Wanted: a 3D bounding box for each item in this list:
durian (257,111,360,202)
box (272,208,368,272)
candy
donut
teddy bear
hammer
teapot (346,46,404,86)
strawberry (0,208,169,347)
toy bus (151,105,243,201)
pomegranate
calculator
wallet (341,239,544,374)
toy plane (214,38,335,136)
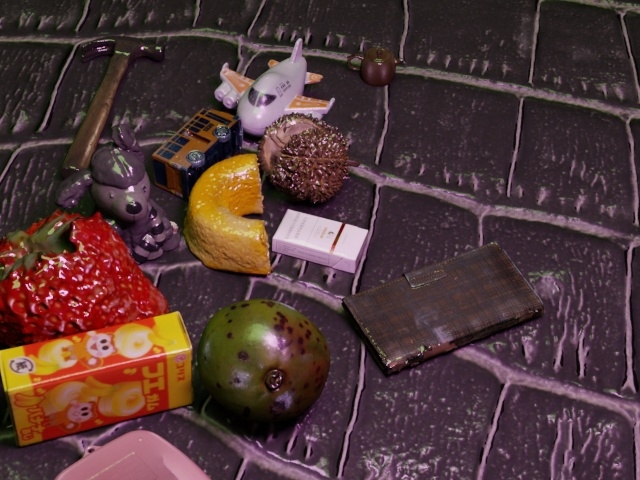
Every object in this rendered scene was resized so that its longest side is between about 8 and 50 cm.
[{"bbox_3d":[-0.015,-0.154,2.069,0.196,0.167,0.196,15,43,-14],"label":"durian"},{"bbox_3d":[0.000,0.000,1.993,0.154,0.040,0.084,16,43,10],"label":"box"},{"bbox_3d":[-0.331,0.207,1.680,0.276,0.146,0.088,-13,46,-15],"label":"candy"},{"bbox_3d":[-0.171,-0.044,1.992,0.152,0.101,0.259,-7,50,-5],"label":"donut"},{"bbox_3d":[-0.350,-0.058,1.900,0.171,0.251,0.144,-26,49,-9],"label":"teddy bear"},{"bbox_3d":[-0.433,-0.271,2.230,0.168,0.044,0.440,7,44,1],"label":"hammer"},{"bbox_3d":[0.115,-0.375,2.364,0.121,0.068,0.076,8,44,3],"label":"teapot"},{"bbox_3d":[-0.399,0.083,1.771,0.261,0.258,0.261,-21,28,12],"label":"strawberry"},{"bbox_3d":[-0.231,-0.168,2.110,0.103,0.091,0.182,24,50,20],"label":"toy bus"},{"bbox_3d":[-0.094,0.175,1.719,0.202,0.202,0.248,-7,18,-12],"label":"pomegranate"},{"bbox_3d":[-0.240,0.392,1.567,0.220,0.048,0.329,-30,52,-29],"label":"calculator"},{"bbox_3d":[0.208,0.111,1.894,0.317,0.044,0.169,-19,53,-21],"label":"wallet"},{"bbox_3d":[-0.089,-0.299,2.237,0.244,0.117,0.245,4,44,-3],"label":"toy plane"}]
